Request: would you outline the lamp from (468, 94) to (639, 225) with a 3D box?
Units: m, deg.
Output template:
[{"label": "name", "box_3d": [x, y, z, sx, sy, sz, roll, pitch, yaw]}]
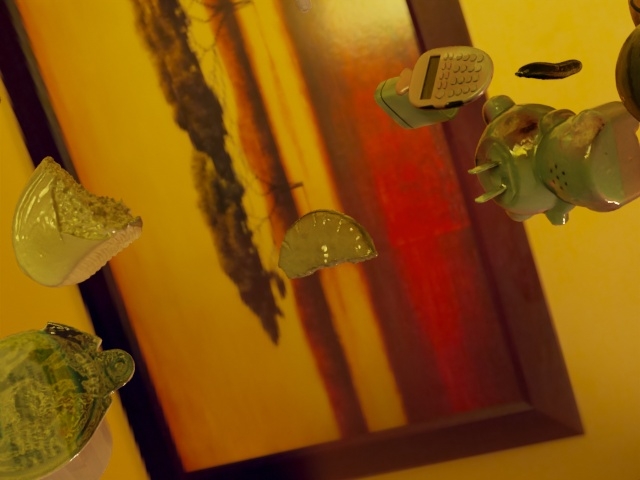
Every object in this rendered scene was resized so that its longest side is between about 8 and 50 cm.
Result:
[{"label": "lamp", "box_3d": [0.396, -0.131, 1.575, 0.247, 0.301, 0.247, -28, -70, -26]}]

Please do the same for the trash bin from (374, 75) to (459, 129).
[{"label": "trash bin", "box_3d": [0.186, -0.272, 1.726, 0.116, 0.130, 0.059, 37, -112, -28]}]

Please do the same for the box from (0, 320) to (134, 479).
[{"label": "box", "box_3d": [-0.415, 0.280, 1.392, 0.262, 0.291, 0.206, 59, 165, 32]}]

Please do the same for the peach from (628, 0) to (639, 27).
[{"label": "peach", "box_3d": [0.459, -0.263, 0.928, 0.252, 0.252, 0.253, -16, -90, -72]}]

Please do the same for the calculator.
[{"label": "calculator", "box_3d": [0.185, -0.242, 1.337, 0.024, 0.165, 0.103, 28, -108, -47]}]

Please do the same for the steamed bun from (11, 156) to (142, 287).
[{"label": "steamed bun", "box_3d": [-0.584, -0.050, 2.052, 0.272, 0.273, 0.290, 48, 179, 5]}]

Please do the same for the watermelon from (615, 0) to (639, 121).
[{"label": "watermelon", "box_3d": [0.312, -0.162, 0.796, 0.133, 0.105, 0.105, 55, -157, -17]}]

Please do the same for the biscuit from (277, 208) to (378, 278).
[{"label": "biscuit", "box_3d": [-0.001, 0.000, 1.979, 0.038, 0.289, 0.141, -1, -101, -48]}]

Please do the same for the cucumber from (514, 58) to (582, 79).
[{"label": "cucumber", "box_3d": [0.399, -0.292, 1.532, 0.184, 0.033, 0.036, -14, -112, -43]}]

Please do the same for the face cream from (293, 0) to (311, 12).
[{"label": "face cream", "box_3d": [-0.047, -0.507, 1.808, 0.130, 0.034, 0.034, 48, -151, -72]}]
